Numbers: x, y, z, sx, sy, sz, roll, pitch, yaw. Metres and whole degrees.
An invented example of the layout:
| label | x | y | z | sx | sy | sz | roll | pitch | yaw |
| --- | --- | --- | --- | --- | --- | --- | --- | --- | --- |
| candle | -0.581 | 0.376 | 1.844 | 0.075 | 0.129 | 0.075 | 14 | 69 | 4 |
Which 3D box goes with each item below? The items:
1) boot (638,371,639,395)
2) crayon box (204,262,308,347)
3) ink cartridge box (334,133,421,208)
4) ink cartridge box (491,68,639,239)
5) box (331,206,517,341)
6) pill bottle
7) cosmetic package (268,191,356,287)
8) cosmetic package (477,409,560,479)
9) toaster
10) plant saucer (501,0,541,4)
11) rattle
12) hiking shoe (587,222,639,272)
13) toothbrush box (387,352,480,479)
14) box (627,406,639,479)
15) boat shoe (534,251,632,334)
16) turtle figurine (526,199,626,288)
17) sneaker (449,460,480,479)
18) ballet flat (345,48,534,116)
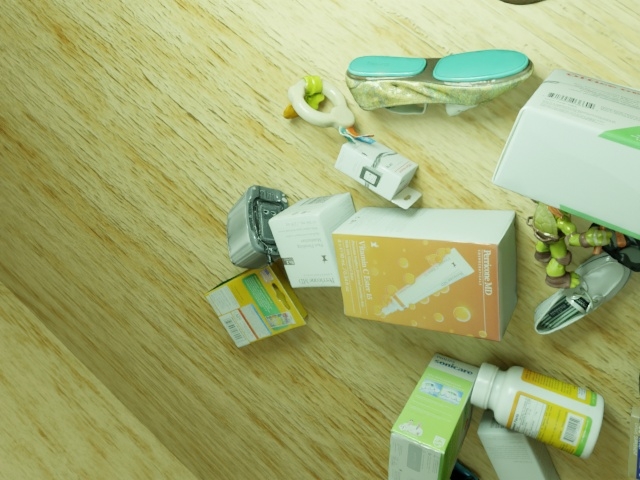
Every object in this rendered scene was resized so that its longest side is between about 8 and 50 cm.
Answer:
| label | x | y | z | sx | sy | sz | roll | pitch | yaw |
| --- | --- | --- | --- | --- | --- | --- | --- | --- | --- |
| boot | 0.791 | 0.371 | 0.841 | 0.284 | 0.138 | 0.377 | -30 | 90 | 40 |
| crayon box | -0.180 | 0.184 | 1.414 | 0.323 | 0.083 | 0.203 | -26 | 98 | 40 |
| ink cartridge box | 0.135 | -0.149 | 1.015 | 0.180 | 0.104 | 0.060 | 33 | 127 | 15 |
| ink cartridge box | 0.409 | -0.148 | 0.714 | 0.211 | 0.289 | 0.121 | 26 | 129 | 20 |
| box | 0.224 | 0.057 | 1.023 | 0.346 | 0.168 | 0.214 | 4 | 116 | 32 |
| pill bottle | 0.465 | 0.357 | 1.043 | 0.246 | 0.136 | 0.136 | 17 | 122 | 26 |
| cosmetic package | 0.000 | 0.000 | 1.152 | 0.151 | 0.151 | 0.183 | -6 | 111 | 37 |
| cosmetic package | 0.484 | 0.528 | 1.157 | 0.117 | 0.085 | 0.231 | -17 | 106 | 39 |
| toaster | -0.160 | -0.019 | 1.228 | 0.146 | 0.129 | 0.226 | -33 | 58 | 46 |
| plant saucer | 0.331 | -0.481 | 0.754 | 0.199 | 0.036 | 0.198 | 16 | 123 | 26 |
| rattle | 0.007 | -0.248 | 1.043 | 0.200 | 0.130 | 0.142 | 41 | 128 | 0 |
| hiking shoe | 0.609 | 0.038 | 0.796 | 0.304 | 0.113 | 0.132 | 38 | 107 | -3 |
| toothbrush box | 0.268 | 0.439 | 1.121 | 0.122 | 0.283 | 0.206 | 14 | 120 | 26 |
| box | 0.668 | 0.383 | 0.828 | 0.225 | 0.037 | 0.136 | 4 | 108 | 36 |
| boat shoe | 0.507 | 0.112 | 0.924 | 0.083 | 0.076 | 0.226 | 37 | 129 | 11 |
| turtle figurine | 0.417 | -0.014 | 0.836 | 0.087 | 0.269 | 0.217 | -21 | 129 | 0 |
| sneaker | 0.382 | 0.711 | 1.295 | 0.140 | 0.125 | 0.340 | -36 | 94 | 36 |
| ballet flat | 0.213 | -0.287 | 0.897 | 0.349 | 0.123 | 0.123 | 10 | 119 | 29 |
